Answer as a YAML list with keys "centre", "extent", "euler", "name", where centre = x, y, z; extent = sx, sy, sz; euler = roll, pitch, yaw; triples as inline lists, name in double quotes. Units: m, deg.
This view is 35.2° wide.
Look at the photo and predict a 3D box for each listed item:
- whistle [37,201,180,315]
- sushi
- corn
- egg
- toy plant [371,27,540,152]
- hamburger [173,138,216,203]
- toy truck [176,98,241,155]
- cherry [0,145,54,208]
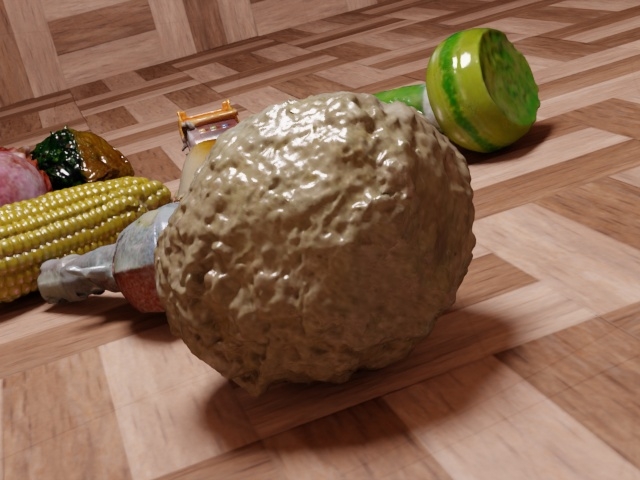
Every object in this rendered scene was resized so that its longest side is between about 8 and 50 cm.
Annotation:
- centre: [-0.215, 0.034, 1.201]
  extent: [0.346, 0.133, 0.142]
  euler: [-11, 20, 39]
  name: "whistle"
- centre: [-0.442, -0.123, 1.743]
  extent: [0.287, 0.149, 0.140]
  euler: [8, 31, 35]
  name: "sushi"
- centre: [-0.356, -0.007, 1.386]
  extent: [0.347, 0.130, 0.130]
  euler: [-24, 21, -36]
  name: "corn"
- centre: [0.000, 0.000, 0.928]
  extent: [0.310, 0.279, 0.279]
  euler: [-45, 26, -9]
  name: "egg"
- centre: [0.158, -0.193, 1.553]
  extent: [0.316, 0.184, 0.224]
  euler: [-19, 6, 41]
  name: "toy plant"
- centre: [-0.076, -0.060, 1.283]
  extent: [0.237, 0.147, 0.237]
  euler: [1, 5, 0]
  name: "hamburger"
- centre: [-0.172, -0.156, 1.666]
  extent: [0.114, 0.135, 0.270]
  euler: [-15, 19, -6]
  name: "toy truck"
- centre: [-0.498, -0.025, 1.465]
  extent: [0.250, 0.175, 0.192]
  euler: [-41, 7, -38]
  name: "cherry"
